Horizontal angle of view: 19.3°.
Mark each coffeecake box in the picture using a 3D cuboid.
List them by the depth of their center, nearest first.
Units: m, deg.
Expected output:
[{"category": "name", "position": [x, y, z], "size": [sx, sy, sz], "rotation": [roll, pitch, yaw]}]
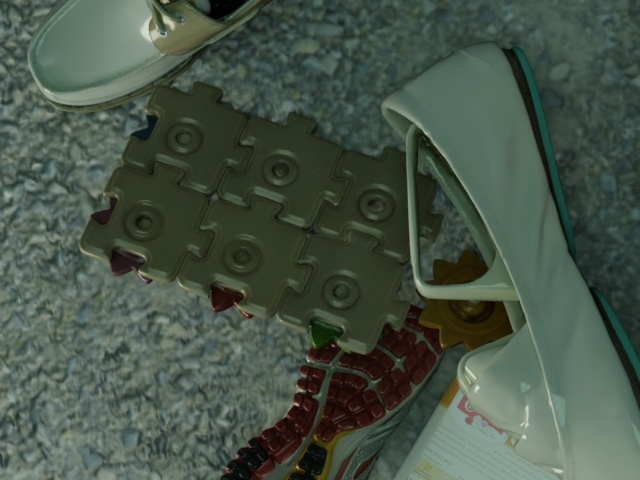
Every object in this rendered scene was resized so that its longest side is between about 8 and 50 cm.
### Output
[{"category": "coffeecake box", "position": [0.122, 0.211, 1.430], "size": [0.142, 0.068, 0.185], "rotation": [32, 97, 9]}]

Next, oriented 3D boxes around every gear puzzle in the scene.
[{"category": "gear puzzle", "position": [0.000, 0.000, 1.440], "size": [0.339, 0.044, 0.175], "rotation": [19, 64, 6]}]

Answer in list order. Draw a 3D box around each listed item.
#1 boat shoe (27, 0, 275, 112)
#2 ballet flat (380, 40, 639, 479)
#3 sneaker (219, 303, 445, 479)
[{"category": "boat shoe", "position": [-0.104, -0.201, 1.438], "size": [0.302, 0.103, 0.113], "rotation": [-32, 86, 10]}, {"category": "ballet flat", "position": [0.141, 0.046, 1.350], "size": [0.139, 0.139, 0.400], "rotation": [-22, 70, 11]}, {"category": "sneaker", "position": [0.013, 0.140, 1.447], "size": [0.225, 0.093, 0.088], "rotation": [-47, 63, -6]}]
